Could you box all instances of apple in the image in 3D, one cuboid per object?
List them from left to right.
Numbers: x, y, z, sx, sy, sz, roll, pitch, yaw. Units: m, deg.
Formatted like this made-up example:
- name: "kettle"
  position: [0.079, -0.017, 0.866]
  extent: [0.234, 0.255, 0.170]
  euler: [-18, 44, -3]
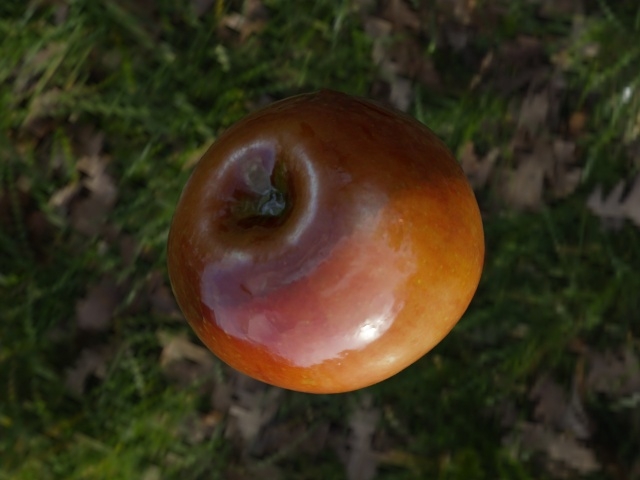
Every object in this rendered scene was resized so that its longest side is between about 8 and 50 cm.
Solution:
- name: "apple"
  position: [0.000, 0.000, 0.988]
  extent: [0.163, 0.163, 0.139]
  euler: [-21, 158, 22]
